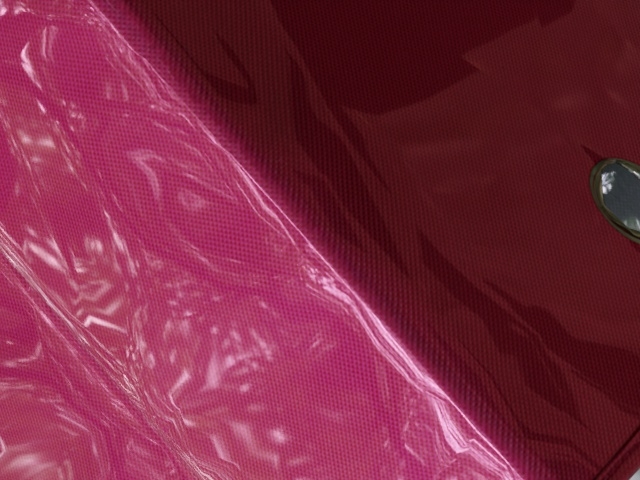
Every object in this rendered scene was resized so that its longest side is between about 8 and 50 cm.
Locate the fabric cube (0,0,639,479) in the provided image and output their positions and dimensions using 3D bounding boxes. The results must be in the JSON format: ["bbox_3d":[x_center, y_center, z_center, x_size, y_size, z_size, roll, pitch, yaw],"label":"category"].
[{"bbox_3d":[0.000,0.000,0.652,0.258,0.254,0.259,49,134,5],"label":"fabric cube"}]
